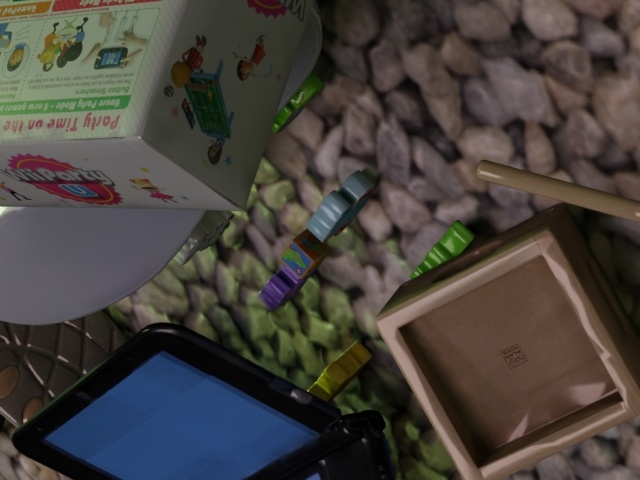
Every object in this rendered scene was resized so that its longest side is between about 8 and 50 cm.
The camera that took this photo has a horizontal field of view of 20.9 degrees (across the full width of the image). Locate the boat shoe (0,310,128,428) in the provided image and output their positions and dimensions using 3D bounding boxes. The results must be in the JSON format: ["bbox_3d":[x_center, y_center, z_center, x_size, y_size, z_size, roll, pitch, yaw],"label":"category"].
[{"bbox_3d":[-0.269,0.073,1.473,0.324,0.123,0.116,40,169,4],"label":"boat shoe"}]

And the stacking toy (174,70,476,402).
[{"bbox_3d":[0.000,0.000,1.227,0.167,0.052,0.221,45,134,8],"label":"stacking toy"}]

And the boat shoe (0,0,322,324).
[{"bbox_3d":[-0.136,-0.096,1.214,0.136,0.156,0.367,21,129,-28],"label":"boat shoe"}]

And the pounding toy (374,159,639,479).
[{"bbox_3d":[0.145,0.024,1.085,0.206,0.094,0.181,-28,95,19],"label":"pounding toy"}]

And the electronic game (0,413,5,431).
[{"bbox_3d":[-0.377,0.108,1.607,0.229,0.048,0.229,11,110,31],"label":"electronic game"}]

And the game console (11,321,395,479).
[{"bbox_3d":[-0.086,0.219,1.293,0.293,0.173,0.250,-37,60,51],"label":"game console"}]

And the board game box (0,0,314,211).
[{"bbox_3d":[-0.108,-0.174,1.041,0.224,0.303,0.097,2,157,41],"label":"board game box"}]
